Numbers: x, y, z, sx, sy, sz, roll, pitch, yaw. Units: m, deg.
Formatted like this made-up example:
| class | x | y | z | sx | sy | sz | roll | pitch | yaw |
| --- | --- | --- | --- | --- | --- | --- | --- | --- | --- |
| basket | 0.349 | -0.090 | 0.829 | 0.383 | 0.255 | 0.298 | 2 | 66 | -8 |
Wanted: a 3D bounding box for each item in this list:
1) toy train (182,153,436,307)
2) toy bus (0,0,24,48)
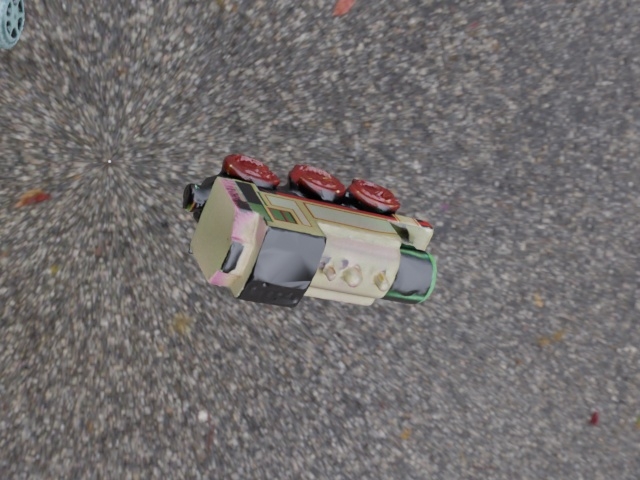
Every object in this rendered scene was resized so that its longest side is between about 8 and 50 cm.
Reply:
| class | x | y | z | sx | sy | sz | roll | pitch | yaw |
| --- | --- | --- | --- | --- | --- | --- | --- | --- | --- |
| toy train | 0.000 | 0.000 | 0.509 | 0.138 | 0.087 | 0.050 | 11 | 115 | -29 |
| toy bus | -0.252 | -0.090 | 0.541 | 0.121 | 0.120 | 0.265 | 10 | 65 | 3 |
